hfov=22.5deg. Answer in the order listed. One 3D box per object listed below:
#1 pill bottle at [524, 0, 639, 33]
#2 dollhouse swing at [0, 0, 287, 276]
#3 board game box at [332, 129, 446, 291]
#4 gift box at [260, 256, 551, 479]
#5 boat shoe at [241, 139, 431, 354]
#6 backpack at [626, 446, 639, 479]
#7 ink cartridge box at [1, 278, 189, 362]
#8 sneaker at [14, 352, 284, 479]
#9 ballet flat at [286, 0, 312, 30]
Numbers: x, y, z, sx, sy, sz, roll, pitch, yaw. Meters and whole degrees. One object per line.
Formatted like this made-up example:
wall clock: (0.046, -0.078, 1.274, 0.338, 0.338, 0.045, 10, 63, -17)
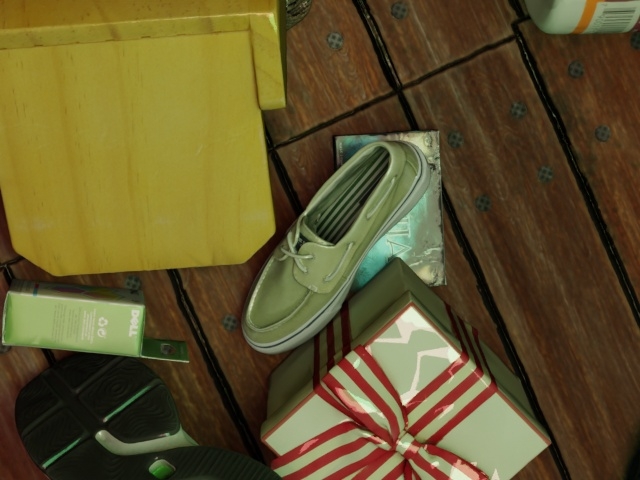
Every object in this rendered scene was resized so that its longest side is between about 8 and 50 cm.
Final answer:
pill bottle: (0.436, -0.348, 1.808, 0.392, 0.224, 0.224, -3, 97, -7)
dollhouse swing: (-0.205, -0.179, 1.785, 0.347, 0.315, 0.305, -5, 137, 3)
board game box: (0.082, -0.035, 1.897, 0.126, 0.026, 0.186, -4, 97, -6)
gift box: (0.083, 0.212, 1.796, 0.255, 0.258, 0.276, 40, 99, -9)
boat shoe: (0.000, 0.000, 1.826, 0.109, 0.094, 0.302, 44, 103, 30)
backpack: (0.431, 0.276, 1.945, 0.101, 0.098, 0.120, 11, 96, -38)
ink cartridge box: (-0.251, 0.089, 1.826, 0.209, 0.109, 0.062, 6, 96, -8)
sneaker: (-0.165, 0.308, 1.766, 0.169, 0.447, 0.257, -37, 132, -22)
ballet flat: (-0.119, -0.227, 1.833, 0.250, 0.058, 0.084, -29, 98, -3)
